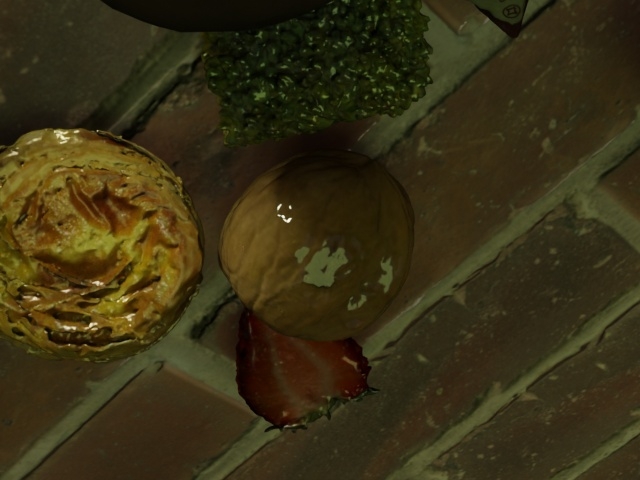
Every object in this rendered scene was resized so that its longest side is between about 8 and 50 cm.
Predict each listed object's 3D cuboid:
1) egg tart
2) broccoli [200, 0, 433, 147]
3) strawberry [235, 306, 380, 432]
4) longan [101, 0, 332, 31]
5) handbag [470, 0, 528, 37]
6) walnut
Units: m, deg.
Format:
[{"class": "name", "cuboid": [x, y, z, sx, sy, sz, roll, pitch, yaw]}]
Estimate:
[{"class": "egg tart", "cuboid": [-0.273, 0.000, 1.169, 0.297, 0.132, 0.297, -3, 114, -8]}, {"class": "broccoli", "cuboid": [-0.010, -0.155, 1.032, 0.243, 0.180, 0.273, -1, 145, 16]}, {"class": "strawberry", "cuboid": [-0.050, 0.146, 1.357, 0.174, 0.098, 0.228, -38, 125, 15]}, {"class": "longan", "cuboid": [-0.080, -0.355, 0.790, 0.405, 0.336, 0.404, 10, 115, 23]}, {"class": "handbag", "cuboid": [0.142, -0.332, 1.003, 0.235, 0.127, 0.213, 22, 119, -15]}, {"class": "walnut", "cuboid": [0.000, 0.000, 1.186, 0.228, 0.228, 0.228, -7, 130, -9]}]
